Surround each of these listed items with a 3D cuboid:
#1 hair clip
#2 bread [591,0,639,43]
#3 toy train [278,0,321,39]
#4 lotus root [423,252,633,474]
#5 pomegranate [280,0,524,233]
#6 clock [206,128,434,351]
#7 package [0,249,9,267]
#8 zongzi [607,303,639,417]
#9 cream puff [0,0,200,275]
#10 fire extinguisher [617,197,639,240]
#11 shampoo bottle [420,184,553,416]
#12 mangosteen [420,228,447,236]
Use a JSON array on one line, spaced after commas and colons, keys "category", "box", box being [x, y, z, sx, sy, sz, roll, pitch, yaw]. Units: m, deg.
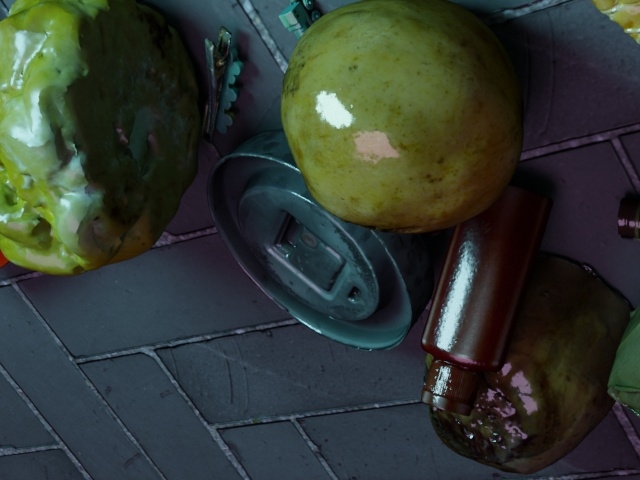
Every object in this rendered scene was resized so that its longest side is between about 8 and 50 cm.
[{"category": "hair clip", "box": [-0.117, -0.180, 1.647, 0.049, 0.049, 0.173, 23, 141, 9]}, {"category": "bread", "box": [0.295, -0.274, 1.307, 0.188, 0.068, 0.125, 39, 137, -8]}, {"category": "toy train", "box": [-0.009, -0.227, 1.541, 0.029, 0.045, 0.092, -13, 119, 40]}, {"category": "lotus root", "box": [0.237, 0.160, 1.666, 0.272, 0.192, 0.272, 21, 136, 22]}, {"category": "pomegranate", "box": [0.083, -0.133, 1.425, 0.260, 0.260, 0.260, 16, 135, 17]}, {"category": "clock", "box": [-0.002, 0.000, 1.672, 0.312, 0.061, 0.313, 31, 149, 21]}, {"category": "package", "box": [-0.429, -0.086, 1.853, 0.196, 0.123, 0.423, 45, 137, -17]}, {"category": "zongzi", "box": [0.507, 0.105, 1.419, 0.356, 0.174, 0.393, 19, 150, 9]}, {"category": "cream puff", "box": [-0.305, -0.129, 1.606, 0.257, 0.291, 0.324, -4, 121, 25]}, {"category": "fire extinguisher", "box": [0.401, -0.014, 1.502, 0.158, 0.043, 0.064, 10, 125, 23]}, {"category": "shampoo bottle", "box": [0.177, 0.065, 1.563, 0.102, 0.260, 0.064, 17, 179, 20]}, {"category": "mangosteen", "box": [0.125, -0.041, 1.610, 0.081, 0.081, 0.081, 16, 135, 17]}]
